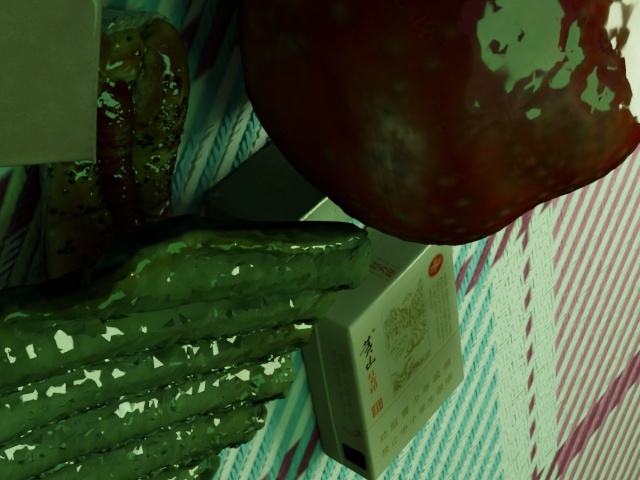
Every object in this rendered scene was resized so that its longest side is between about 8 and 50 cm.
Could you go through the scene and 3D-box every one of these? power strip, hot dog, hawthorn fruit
[{"bbox_3d":[-0.003,-0.043,1.135,0.175,0.075,0.042,-40,141,-34],"label":"power strip"},{"bbox_3d":[-0.123,-0.048,0.966,0.108,0.059,0.191,-24,134,-39],"label":"hot dog"},{"bbox_3d":[0.063,-0.166,0.989,0.287,0.287,0.330,-56,135,-13],"label":"hawthorn fruit"}]

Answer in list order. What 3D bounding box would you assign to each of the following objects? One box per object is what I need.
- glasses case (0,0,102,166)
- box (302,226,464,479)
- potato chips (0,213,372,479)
[{"bbox_3d":[-0.168,-0.131,0.834,0.102,0.070,0.193,-6,121,-22],"label":"glasses case"},{"bbox_3d":[0.053,0.084,1.336,0.141,0.058,0.201,-46,146,-28],"label":"box"},{"bbox_3d":[-0.144,0.126,0.996,0.429,0.070,0.358,-16,143,-49],"label":"potato chips"}]
